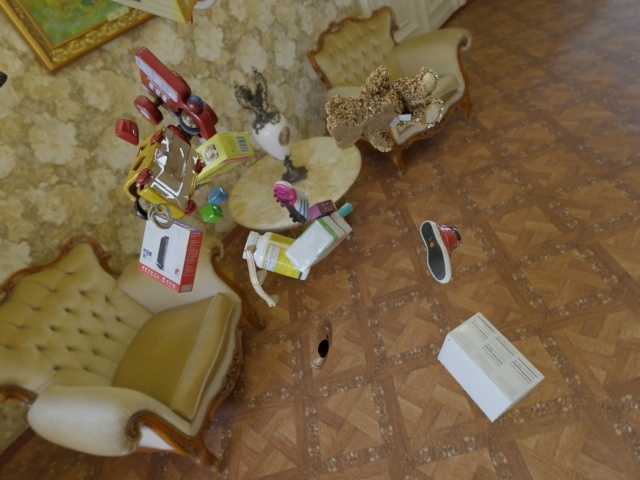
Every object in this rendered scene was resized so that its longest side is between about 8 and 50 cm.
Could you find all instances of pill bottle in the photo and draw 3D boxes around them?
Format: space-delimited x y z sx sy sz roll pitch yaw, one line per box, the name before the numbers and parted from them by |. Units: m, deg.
pill bottle | -0.209 0.067 2.037 0.333 0.188 0.188 17 43 -5

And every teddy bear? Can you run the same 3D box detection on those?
teddy bear | 0.184 -0.381 1.176 0.337 0.245 0.113 -26 43 26

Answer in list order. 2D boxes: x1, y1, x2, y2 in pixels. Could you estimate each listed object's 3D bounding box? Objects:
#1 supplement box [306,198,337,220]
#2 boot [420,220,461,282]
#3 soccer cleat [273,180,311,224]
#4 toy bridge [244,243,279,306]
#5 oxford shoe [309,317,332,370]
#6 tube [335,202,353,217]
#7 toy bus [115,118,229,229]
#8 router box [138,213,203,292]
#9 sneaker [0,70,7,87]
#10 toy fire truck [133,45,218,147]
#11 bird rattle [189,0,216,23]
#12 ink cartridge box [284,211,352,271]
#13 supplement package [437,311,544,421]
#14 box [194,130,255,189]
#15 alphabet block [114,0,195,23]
supplement box | 0.005 -0.102 1.346 0.083 0.043 0.055 -21 -8 -46
boot | 0.479 0.047 1.507 0.088 0.176 0.245 -40 48 48
soccer cleat | -0.131 -0.213 1.975 0.115 0.331 0.143 12 65 24
toy bridge | -0.162 0.101 1.083 0.026 0.188 0.063 -12 25 18
oxford shoe | 0.015 0.354 1.445 0.076 0.076 0.212 21 38 -9
tube | 0.089 -0.126 2.087 0.207 0.052 0.080 -39 -5 -37
toy bus | -0.277 -0.095 0.694 0.104 0.191 0.202 -28 -2 26
router box | -0.723 0.052 1.942 0.335 0.302 0.082 19 11 32
sneaker | -0.691 -0.395 0.766 0.107 0.272 0.100 -28 4 -5
toy fire truck | -0.449 -0.429 1.276 0.169 0.302 0.254 -48 11 -15
bird rattle | -0.498 -0.987 1.578 0.206 0.254 0.143 -4 27 -13
ink cartridge box | 0.000 0.000 1.350 0.160 0.093 0.219 -46 -7 22
supplement package | 0.537 0.410 1.316 0.145 0.204 0.262 -27 55 -17
box | -0.256 -0.172 0.916 0.232 0.058 0.087 -20 2 39
alphabet block | -0.244 -0.409 0.465 0.196 0.193 0.193 14 1 -5
